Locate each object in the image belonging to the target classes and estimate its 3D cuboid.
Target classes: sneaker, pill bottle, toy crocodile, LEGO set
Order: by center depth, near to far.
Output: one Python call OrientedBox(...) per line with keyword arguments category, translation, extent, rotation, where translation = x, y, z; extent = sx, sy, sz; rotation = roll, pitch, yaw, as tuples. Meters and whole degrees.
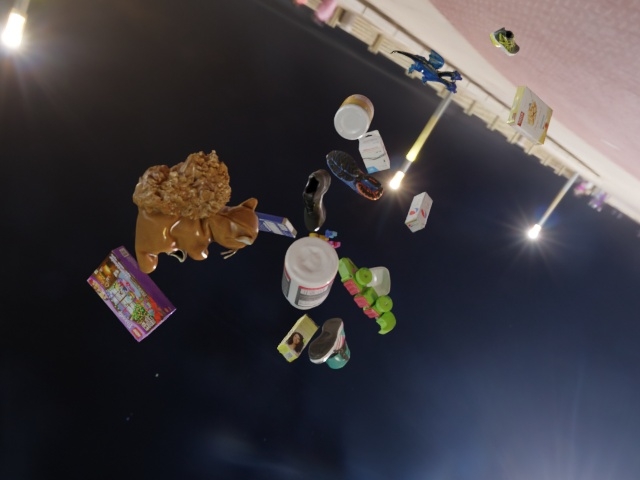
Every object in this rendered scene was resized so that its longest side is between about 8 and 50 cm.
OrientedBox(category="sneaker", translation=(0.382, -0.403, 1.008), extent=(0.083, 0.035, 0.031), rotation=(10, -112, -33))
OrientedBox(category="sneaker", translation=(0.105, -0.209, 1.650), extent=(0.221, 0.083, 0.087), rotation=(43, 172, -2))
OrientedBox(category="pill bottle", translation=(-0.045, 0.130, 1.723), extent=(0.176, 0.318, 0.176), rotation=(3, -116, -6))
OrientedBox(category="sneaker", translation=(-0.558, 0.012, 1.835), extent=(0.188, 0.066, 0.071), rotation=(43, -155, -46))
OrientedBox(category="toy crocodile", translation=(0.172, 0.211, 1.932), extent=(0.105, 0.115, 0.341), rotation=(-41, -83, -34))
OrientedBox(category="pill bottle", translation=(0.142, -0.507, 2.000), extent=(0.136, 0.136, 0.246), rotation=(29, -149, -4))
OrientedBox(category="sneaker", translation=(0.040, 0.474, 2.090), extent=(0.123, 0.178, 0.295), rotation=(-7, -162, 23))
OrientedBox(category="sneaker", translation=(-0.037, -0.179, 2.257), extent=(0.109, 0.286, 0.130), rotation=(11, -167, 23))
OrientedBox(category="LEGO set", translation=(0.000, 0.000, 2.374), extent=(0.093, 0.087, 0.227), rotation=(12, 162, -25))

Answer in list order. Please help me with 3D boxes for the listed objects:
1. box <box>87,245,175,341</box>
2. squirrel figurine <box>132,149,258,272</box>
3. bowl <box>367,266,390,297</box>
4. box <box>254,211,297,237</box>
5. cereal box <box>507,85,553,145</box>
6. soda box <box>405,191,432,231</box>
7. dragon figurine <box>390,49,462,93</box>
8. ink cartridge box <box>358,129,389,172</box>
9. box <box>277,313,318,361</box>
OrientedBox(category="box", translation=(-0.670, 0.192, 1.755), extent=(0.293, 0.201, 0.057), rotation=(50, -150, 0))
OrientedBox(category="squirrel figurine", translation=(-0.384, -0.086, 1.596), extent=(0.370, 0.397, 0.281), rotation=(7, -130, -3))
OrientedBox(category="bowl", translation=(0.221, 0.176, 2.110), extent=(0.142, 0.142, 0.053), rotation=(-12, -153, -9))
OrientedBox(category="box", translation=(-0.227, -0.074, 2.171), extent=(0.225, 0.037, 0.136), rotation=(11, 160, 22))
OrientedBox(category="cereal box", translation=(0.916, -0.540, 2.165), extent=(0.240, 0.173, 0.047), rotation=(20, 175, -36))
OrientedBox(category="soda box", translation=(0.488, -0.142, 2.459), extent=(0.069, 0.074, 0.216), rotation=(47, -136, -21))
OrientedBox(category="dragon figurine", translation=(0.408, -0.657, 1.871), extent=(0.289, 0.085, 0.144), rotation=(31, 175, -28))
OrientedBox(category="ink cartridge box", translation=(0.241, -0.403, 2.267), extent=(0.060, 0.104, 0.180), rotation=(-81, -29, -44))
OrientedBox(category="box", translation=(-0.095, 0.420, 2.160), extent=(0.087, 0.058, 0.232), rotation=(48, -147, -5))
